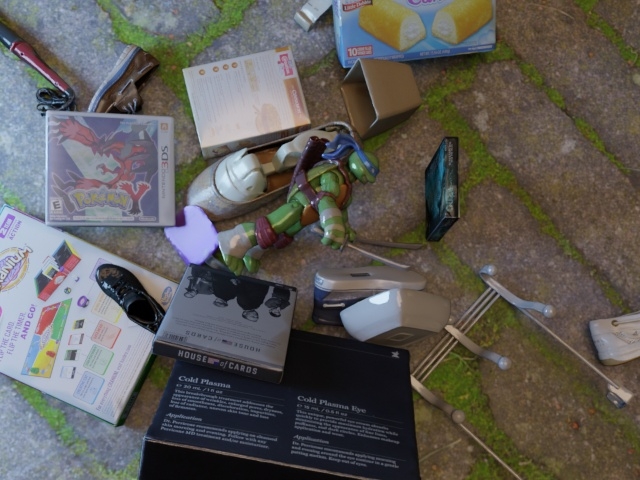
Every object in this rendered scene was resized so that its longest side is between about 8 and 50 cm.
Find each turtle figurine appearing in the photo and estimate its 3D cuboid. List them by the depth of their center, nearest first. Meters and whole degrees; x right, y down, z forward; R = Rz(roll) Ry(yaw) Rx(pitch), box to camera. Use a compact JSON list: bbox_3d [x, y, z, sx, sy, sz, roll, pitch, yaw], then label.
[{"bbox_3d":[0.000,0.000,1.263,0.266,0.198,0.275,-25,116,13],"label":"turtle figurine"}]

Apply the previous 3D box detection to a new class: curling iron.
[{"bbox_3d":[-0.511,-0.310,1.381,0.068,0.035,0.274,-40,84,-10],"label":"curling iron"}]

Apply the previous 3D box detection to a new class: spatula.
[{"bbox_3d":[-0.137,0.067,1.328,0.296,0.030,0.084,47,109,1],"label":"spatula"}]

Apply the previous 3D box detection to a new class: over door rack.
[{"bbox_3d":[0.312,0.225,1.290,0.324,0.108,0.239,43,81,5],"label":"over door rack"}]

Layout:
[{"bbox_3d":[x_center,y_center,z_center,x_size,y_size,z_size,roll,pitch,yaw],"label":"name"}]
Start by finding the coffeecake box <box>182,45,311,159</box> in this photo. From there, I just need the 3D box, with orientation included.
[{"bbox_3d":[-0.122,-0.229,1.372,0.185,0.068,0.142,-13,79,-6],"label":"coffeecake box"}]

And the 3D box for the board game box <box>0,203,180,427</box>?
[{"bbox_3d":[-0.403,0.116,1.290,0.316,0.064,0.242,25,79,2],"label":"board game box"}]

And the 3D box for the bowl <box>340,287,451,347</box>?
[{"bbox_3d":[0.119,0.125,1.260,0.142,0.142,0.053,15,58,-41],"label":"bowl"}]

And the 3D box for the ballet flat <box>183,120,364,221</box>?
[{"bbox_3d":[-0.079,-0.124,1.335,0.316,0.106,0.108,-23,78,-7],"label":"ballet flat"}]

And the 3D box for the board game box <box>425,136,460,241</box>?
[{"bbox_3d":[0.192,-0.076,1.300,0.026,0.186,0.126,1,78,-1],"label":"board game box"}]

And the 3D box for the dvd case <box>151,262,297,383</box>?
[{"bbox_3d":[-0.130,0.113,1.193,0.179,0.239,0.030,14,115,-3],"label":"dvd case"}]

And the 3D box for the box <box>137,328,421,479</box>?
[{"bbox_3d":[-0.050,0.275,1.137,0.343,0.312,0.179,11,115,-1],"label":"box"}]

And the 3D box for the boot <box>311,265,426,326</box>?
[{"bbox_3d":[0.076,0.092,1.331,0.190,0.069,0.086,2,112,-16],"label":"boot"}]

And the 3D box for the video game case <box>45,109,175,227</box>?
[{"bbox_3d":[-0.334,-0.113,1.312,0.201,0.023,0.184,0,83,-18],"label":"video game case"}]

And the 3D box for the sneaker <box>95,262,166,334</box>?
[{"bbox_3d":[-0.275,0.090,1.224,0.170,0.089,0.051,43,80,5],"label":"sneaker"}]

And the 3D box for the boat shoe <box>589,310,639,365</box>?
[{"bbox_3d":[0.571,0.115,1.331,0.277,0.098,0.096,-20,82,-6],"label":"boat shoe"}]

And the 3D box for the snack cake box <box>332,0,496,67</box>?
[{"bbox_3d":[0.155,-0.387,1.375,0.264,0.089,0.152,-8,117,-4],"label":"snack cake box"}]

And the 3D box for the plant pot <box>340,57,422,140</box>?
[{"bbox_3d":[0.106,-0.240,1.374,0.096,0.109,0.109,-13,80,-19],"label":"plant pot"}]

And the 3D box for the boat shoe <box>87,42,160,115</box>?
[{"bbox_3d":[-0.328,-0.240,1.363,0.066,0.066,0.183,25,79,0],"label":"boat shoe"}]

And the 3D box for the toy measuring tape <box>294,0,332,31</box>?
[{"bbox_3d":[0.090,-0.490,1.437,0.330,0.121,0.121,-45,84,12],"label":"toy measuring tape"}]
